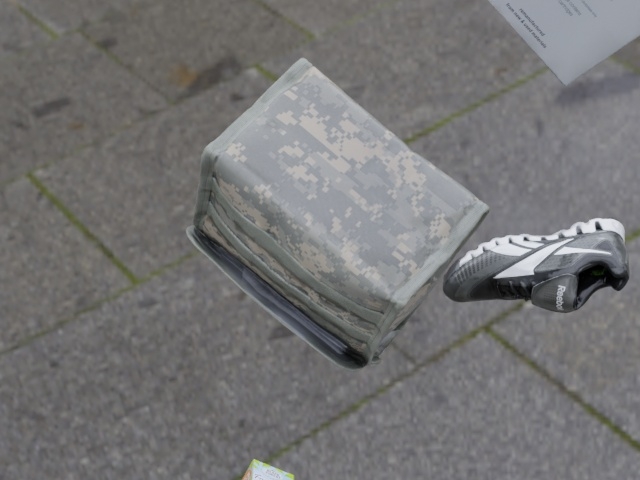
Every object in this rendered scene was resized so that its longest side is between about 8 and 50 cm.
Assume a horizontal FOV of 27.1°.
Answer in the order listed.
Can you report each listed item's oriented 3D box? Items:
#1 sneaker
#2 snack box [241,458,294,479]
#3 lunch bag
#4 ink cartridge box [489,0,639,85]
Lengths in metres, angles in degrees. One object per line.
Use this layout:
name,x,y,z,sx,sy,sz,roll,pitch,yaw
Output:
sneaker,0.266,0.044,1.603,0.234,0.078,0.106,-14,45,2
snack box,-0.063,0.238,0.922,0.037,0.141,0.100,23,24,-12
lunch bag,0.000,0.000,1.309,0.235,0.287,0.169,40,66,8
ink cartridge box,0.183,-0.219,0.853,0.176,0.127,0.128,-34,40,21
